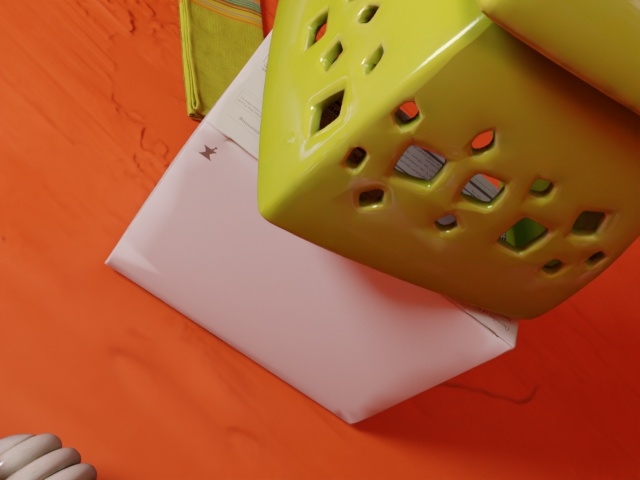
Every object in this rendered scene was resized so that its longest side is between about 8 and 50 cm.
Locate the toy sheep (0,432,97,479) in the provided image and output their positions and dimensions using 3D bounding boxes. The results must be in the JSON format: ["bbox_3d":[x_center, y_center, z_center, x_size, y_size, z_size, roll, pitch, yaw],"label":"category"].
[{"bbox_3d":[-0.177,0.163,0.410,0.091,0.091,0.132,-27,76,-42],"label":"toy sheep"}]

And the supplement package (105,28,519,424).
[{"bbox_3d":[0.000,0.000,0.551,0.262,0.204,0.145,37,46,-12],"label":"supplement package"}]

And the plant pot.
[{"bbox_3d":[0.113,-0.112,0.420,0.228,0.207,0.227,21,51,-26],"label":"plant pot"}]

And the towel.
[{"bbox_3d":[-0.102,-0.223,0.738,0.102,0.021,0.237,8,60,-31],"label":"towel"}]
